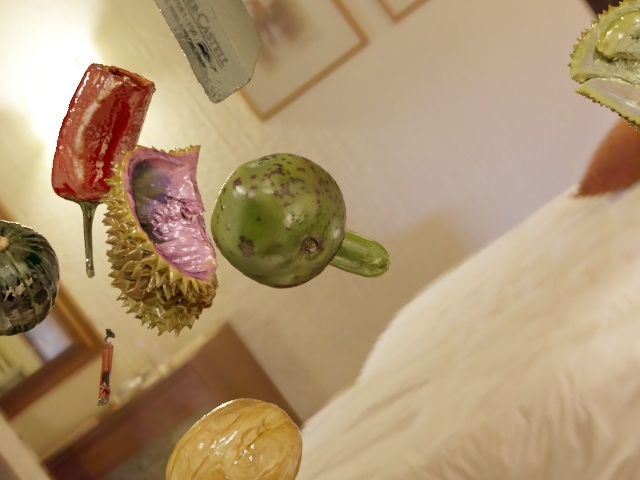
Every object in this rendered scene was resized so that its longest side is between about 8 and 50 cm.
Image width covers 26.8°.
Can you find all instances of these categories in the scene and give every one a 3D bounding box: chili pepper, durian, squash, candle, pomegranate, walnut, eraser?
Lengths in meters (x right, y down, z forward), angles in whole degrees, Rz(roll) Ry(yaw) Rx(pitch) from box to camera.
[{"bbox_3d":[-0.383,-0.123,2.238,0.134,0.131,0.338,-91,19,-80],"label":"chili pepper"},{"bbox_3d":[0.373,-0.174,1.407,0.146,0.208,0.102,-55,-14,20],"label":"durian"},{"bbox_3d":[-0.549,0.065,2.294,0.218,0.218,0.172,-42,-30,-59],"label":"squash"},{"bbox_3d":[-0.232,0.007,1.810,0.187,0.153,0.260,-64,33,31],"label":"durian"},{"bbox_3d":[-0.358,0.207,2.253,0.167,0.021,0.026,-94,15,-48],"label":"candle"},{"bbox_3d":[-0.076,-0.044,2.060,0.214,0.214,0.248,-37,37,-7],"label":"pomegranate"},{"bbox_3d":[-0.115,0.305,1.828,0.206,0.159,0.159,-44,7,-29],"label":"walnut"},{"bbox_3d":[-0.206,-0.401,2.172,0.111,0.353,0.077,-25,4,46],"label":"eraser"},{"bbox_3d":[0.000,0.000,2.164,0.069,0.238,0.069,21,-90,-87],"label":"squash"}]
